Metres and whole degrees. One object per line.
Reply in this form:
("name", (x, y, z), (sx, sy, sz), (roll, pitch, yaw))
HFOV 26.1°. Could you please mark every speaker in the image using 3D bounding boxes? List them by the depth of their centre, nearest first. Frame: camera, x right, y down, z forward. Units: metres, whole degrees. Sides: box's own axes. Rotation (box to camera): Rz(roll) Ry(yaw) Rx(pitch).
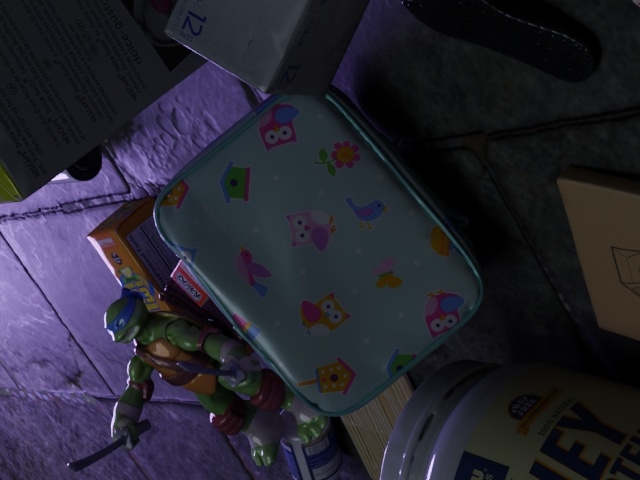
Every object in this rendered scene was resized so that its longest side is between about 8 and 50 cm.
("speaker", (-0.322, -0.095, 1.680), (0.136, 0.055, 0.055), (-1, 125, 51))

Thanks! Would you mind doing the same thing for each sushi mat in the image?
("sushi mat", (0.052, 0.166, 1.557), (0.151, 0.019, 0.316), (7, 131, 48))

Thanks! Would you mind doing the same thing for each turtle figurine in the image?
("turtle figurine", (-0.133, 0.189, 1.528), (0.266, 0.198, 0.274), (30, -167, -28))

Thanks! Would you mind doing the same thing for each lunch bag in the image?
("lunch bag", (0.008, 0.004, 1.249), (0.279, 0.224, 0.108), (49, -176, -7))

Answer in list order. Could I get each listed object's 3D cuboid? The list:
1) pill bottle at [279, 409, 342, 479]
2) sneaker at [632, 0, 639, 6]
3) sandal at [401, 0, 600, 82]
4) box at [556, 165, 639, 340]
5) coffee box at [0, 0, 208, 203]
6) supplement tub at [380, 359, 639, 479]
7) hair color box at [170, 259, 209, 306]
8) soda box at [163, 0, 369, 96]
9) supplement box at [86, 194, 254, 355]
("pill bottle", (-0.010, 0.258, 1.687), (0.067, 0.067, 0.120), (20, 139, 37))
("sneaker", (0.253, -0.165, 0.913), (0.134, 0.051, 0.070), (48, 151, 5))
("sandal", (0.134, -0.178, 1.060), (0.179, 0.040, 0.067), (27, 152, 5))
("box", (0.287, 0.028, 1.095), (0.201, 0.021, 0.164), (19, 139, 49))
("coffee box", (-0.312, -0.252, 1.221), (0.337, 0.334, 0.338), (-2, 124, 51))
("supplement tub", (0.237, 0.237, 1.204), (0.325, 0.235, 0.235), (13, 135, 42))
("hair color box", (-0.094, -0.002, 1.472), (0.053, 0.093, 0.167), (45, 148, 5))
("soda box", (0.006, -0.244, 0.939), (0.098, 0.091, 0.286), (32, 108, 22))
("supplement box", (-0.179, 0.063, 1.664), (0.078, 0.080, 0.233), (-13, 113, 53))
